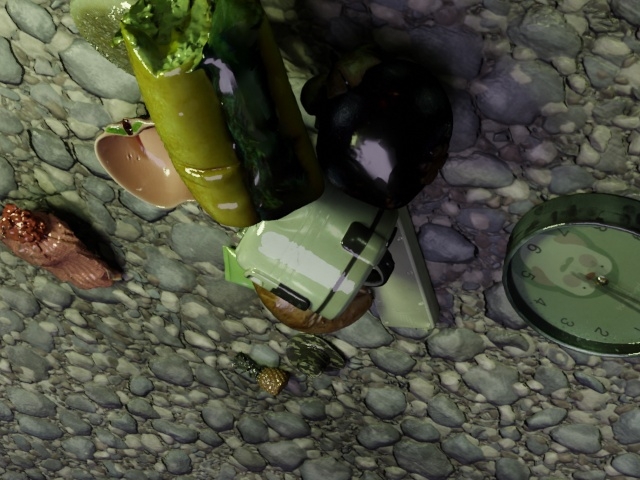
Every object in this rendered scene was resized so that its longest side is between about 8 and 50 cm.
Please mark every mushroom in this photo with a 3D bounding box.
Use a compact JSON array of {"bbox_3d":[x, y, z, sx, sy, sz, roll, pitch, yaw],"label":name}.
[{"bbox_3d":[-0.042,0.061,2.066,0.285,0.151,0.156,49,160,-19],"label":"mushroom"}]

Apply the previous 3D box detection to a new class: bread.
[{"bbox_3d":[-0.131,-0.195,1.657,0.208,0.251,0.376,-20,129,6],"label":"bread"},{"bbox_3d":[-0.266,-0.295,1.834,0.267,0.040,0.267,25,164,8],"label":"bread"}]

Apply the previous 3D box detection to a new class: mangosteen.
[{"bbox_3d":[0.079,-0.168,1.748,0.243,0.243,0.243,14,138,13],"label":"mangosteen"}]

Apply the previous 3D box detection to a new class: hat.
[{"bbox_3d":[-0.523,-0.001,2.300,0.237,0.107,0.286,9,161,17],"label":"hat"},{"bbox_3d":[-0.013,0.234,2.336,0.121,0.050,0.121,12,137,11],"label":"hat"}]

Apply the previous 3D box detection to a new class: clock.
[{"bbox_3d":[0.445,0.063,1.910,0.319,0.066,0.319,14,138,13],"label":"clock"}]

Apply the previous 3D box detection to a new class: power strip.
[{"bbox_3d":[0.117,0.026,2.054,0.106,0.043,0.367,3,134,27],"label":"power strip"}]

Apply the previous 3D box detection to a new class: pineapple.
[{"bbox_3d":[-0.125,0.262,2.433,0.124,0.058,0.058,32,141,15],"label":"pineapple"}]

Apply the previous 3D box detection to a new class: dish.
[{"bbox_3d":[-0.261,-0.156,2.019,0.213,0.090,0.213,14,141,12],"label":"dish"}]

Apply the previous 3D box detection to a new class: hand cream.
[{"bbox_3d":[-0.097,0.066,2.207,0.175,0.046,0.095,19,141,18],"label":"hand cream"}]

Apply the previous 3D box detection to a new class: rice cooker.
[{"bbox_3d":[0.000,0.000,1.889,0.244,0.226,0.226,28,140,-5],"label":"rice cooker"}]
